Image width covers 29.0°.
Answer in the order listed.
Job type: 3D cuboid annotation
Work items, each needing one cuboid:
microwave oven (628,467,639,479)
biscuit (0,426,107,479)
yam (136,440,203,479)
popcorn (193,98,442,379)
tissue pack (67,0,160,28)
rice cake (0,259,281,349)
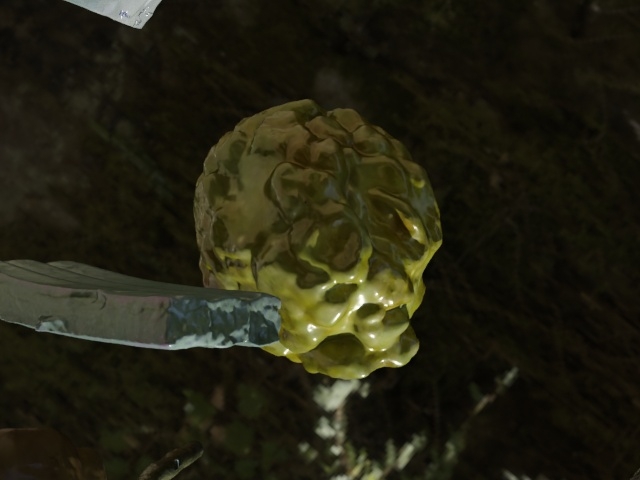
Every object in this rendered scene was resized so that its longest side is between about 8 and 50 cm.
[{"bbox_3d":[0.198,0.060,0.314,0.163,0.129,0.205,-45,-171,-12],"label":"microwave oven"},{"bbox_3d":[-0.171,0.073,0.291,0.183,0.047,0.320,-18,160,4],"label":"biscuit"},{"bbox_3d":[-0.160,0.236,1.264,0.234,0.029,0.027,-18,106,-79],"label":"yam"},{"bbox_3d":[-0.006,0.003,1.020,0.181,0.235,0.216,-33,-177,-36],"label":"popcorn"},{"bbox_3d":[-0.238,-0.301,1.362,0.193,0.026,0.122,12,134,-46],"label":"tissue pack"},{"bbox_3d":[-0.152,0.044,0.879,0.127,0.237,0.043,4,92,-51],"label":"rice cake"}]
